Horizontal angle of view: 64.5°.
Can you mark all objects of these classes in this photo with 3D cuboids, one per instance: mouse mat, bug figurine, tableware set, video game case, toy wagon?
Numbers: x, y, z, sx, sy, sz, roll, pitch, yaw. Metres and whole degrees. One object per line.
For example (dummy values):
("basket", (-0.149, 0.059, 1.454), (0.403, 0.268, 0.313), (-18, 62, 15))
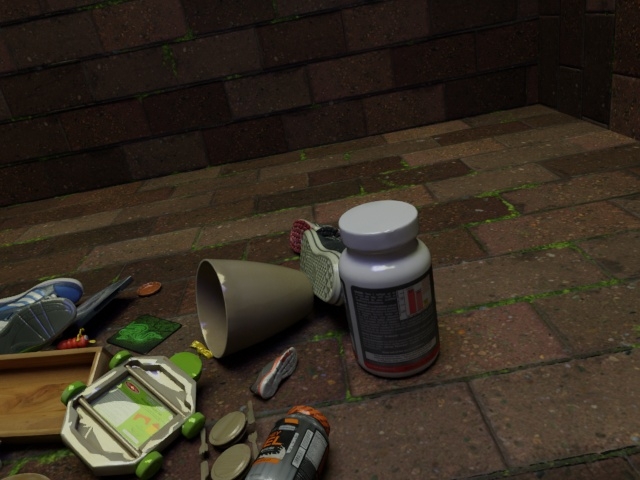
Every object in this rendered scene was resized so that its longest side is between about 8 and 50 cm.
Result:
("mouse mat", (-0.527, 0.277, 1.517), (0.189, 0.007, 0.152), (5, 29, 34))
("bug figurine", (-0.733, 0.348, 1.371), (0.216, 0.072, 0.279), (-16, 25, -10))
("tableware set", (-0.177, 0.419, 1.018), (0.128, 0.039, 0.194), (-30, 21, -3))
("video game case", (-0.748, 0.221, 1.634), (0.196, 0.026, 0.274), (-23, 19, 26))
("toy wagon", (-0.379, 0.353, 1.124), (0.267, 0.068, 0.344), (31, 41, 23))

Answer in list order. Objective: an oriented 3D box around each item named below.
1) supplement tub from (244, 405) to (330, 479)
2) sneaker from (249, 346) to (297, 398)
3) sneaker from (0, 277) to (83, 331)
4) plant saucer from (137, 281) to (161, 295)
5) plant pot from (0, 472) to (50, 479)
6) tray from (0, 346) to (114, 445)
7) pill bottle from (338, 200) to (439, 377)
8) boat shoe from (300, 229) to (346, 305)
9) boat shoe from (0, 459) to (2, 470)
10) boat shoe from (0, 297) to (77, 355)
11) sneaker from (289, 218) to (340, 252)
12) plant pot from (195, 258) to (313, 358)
("supplement tub", (-0.054, 0.400, 0.916), (0.117, 0.117, 0.190), (-1, 26, 21))
("sneaker", (-0.115, 0.308, 1.212), (0.064, 0.061, 0.158), (-2, 25, 35))
("sneaker", (-0.909, 0.253, 1.612), (0.322, 0.130, 0.236), (-18, 34, -25))
("plant saucer", (-0.595, 0.171, 1.765), (0.083, 0.013, 0.083), (-10, 24, 5))
("plant pot", (-0.613, 0.544, 0.946), (0.236, 0.032, 0.236), (-9, 24, 4))
("tray", (-0.715, 0.377, 1.211), (0.410, 0.076, 0.203), (-6, 52, 9))
("pill bottle", (0.154, 0.109, 1.155), (0.210, 0.363, 0.210), (-9, 25, 4))
("boat shoe", (0.039, 0.076, 1.483), (0.155, 0.187, 0.500), (2, 8, -16))
("boat shoe", (-0.755, 0.510, 1.004), (0.223, 0.080, 0.073), (-27, 7, -18))
("boat shoe", (-0.842, 0.275, 1.457), (0.320, 0.118, 0.103), (-38, -5, -7))
("sneaker", (0.000, 0.000, 1.786), (0.112, 0.121, 0.299), (7, 6, -43))
("plant pot", (-0.167, 0.163, 1.370), (0.274, 0.257, 0.256), (-6, 19, -30))
